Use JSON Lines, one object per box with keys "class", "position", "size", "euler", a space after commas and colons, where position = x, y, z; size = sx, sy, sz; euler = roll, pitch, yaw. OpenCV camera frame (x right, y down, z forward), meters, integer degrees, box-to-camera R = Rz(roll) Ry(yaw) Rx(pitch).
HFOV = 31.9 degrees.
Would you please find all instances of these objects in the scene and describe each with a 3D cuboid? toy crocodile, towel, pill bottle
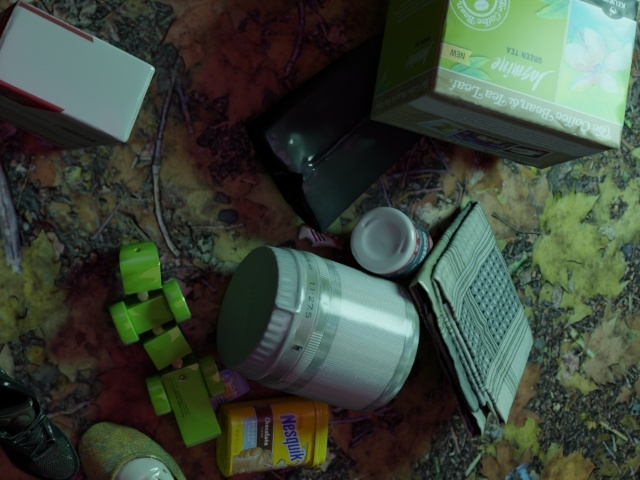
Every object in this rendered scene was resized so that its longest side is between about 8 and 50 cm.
{"class": "toy crocodile", "position": [-0.235, 0.164, 1.728], "size": [0.115, 0.105, 0.340], "euler": [-23, 108, -6]}
{"class": "towel", "position": [0.272, 0.127, 1.899], "size": [0.324, 0.056, 0.312], "euler": [-49, 122, -52]}
{"class": "pill bottle", "position": [0.126, 0.012, 1.843], "size": [0.180, 0.108, 0.108], "euler": [24, 82, -68]}

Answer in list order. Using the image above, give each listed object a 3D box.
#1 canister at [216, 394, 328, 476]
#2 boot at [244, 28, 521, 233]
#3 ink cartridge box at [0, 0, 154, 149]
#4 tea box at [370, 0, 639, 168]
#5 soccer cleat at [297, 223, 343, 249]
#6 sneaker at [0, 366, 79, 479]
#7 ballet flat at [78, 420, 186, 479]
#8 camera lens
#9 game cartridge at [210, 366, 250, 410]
{"class": "canister", "position": [-0.080, 0.315, 1.823], "size": [0.170, 0.073, 0.126], "euler": [-4, 107, -24]}
{"class": "boot", "position": [0.144, -0.163, 1.851], "size": [0.445, 0.146, 0.367], "euler": [-41, 101, -21]}
{"class": "ink cartridge box", "position": [-0.372, -0.215, 1.527], "size": [0.197, 0.273, 0.114], "euler": [25, 80, -26]}
{"class": "tea box", "position": [0.287, -0.312, 1.728], "size": [0.329, 0.220, 0.324], "euler": [13, 81, -21]}
{"class": "soccer cleat", "position": [0.000, 0.000, 1.866], "size": [0.083, 0.029, 0.036], "euler": [29, 91, -22]}
{"class": "sneaker", "position": [-0.426, 0.279, 1.624], "size": [0.087, 0.130, 0.227], "euler": [-38, 112, -16]}
{"class": "ballet flat", "position": [-0.238, 0.420, 1.736], "size": [0.123, 0.123, 0.348], "euler": [-41, 110, -18]}
{"class": "camera lens", "position": [0.001, 0.141, 1.770], "size": [0.274, 0.219, 0.219], "euler": [19, 86, -26]}
{"class": "game cartridge", "position": [-0.158, 0.237, 1.814], "size": [0.083, 0.017, 0.056], "euler": [-28, 103, -22]}
